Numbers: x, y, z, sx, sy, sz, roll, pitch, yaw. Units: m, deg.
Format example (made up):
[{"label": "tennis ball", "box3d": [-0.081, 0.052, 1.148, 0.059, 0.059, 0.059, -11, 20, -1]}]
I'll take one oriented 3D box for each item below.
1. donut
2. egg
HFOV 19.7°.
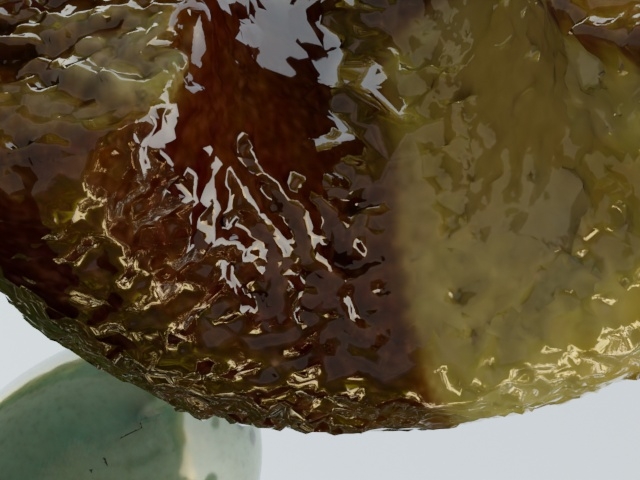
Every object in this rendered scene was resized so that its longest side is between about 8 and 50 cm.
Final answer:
[{"label": "donut", "box3d": [0.020, -0.020, 0.379, 0.217, 0.141, 0.085, -11, -134, 11]}, {"label": "egg", "box3d": [-0.138, 0.155, 1.102, 0.236, 0.169, 0.169, -43, -120, 9]}]
